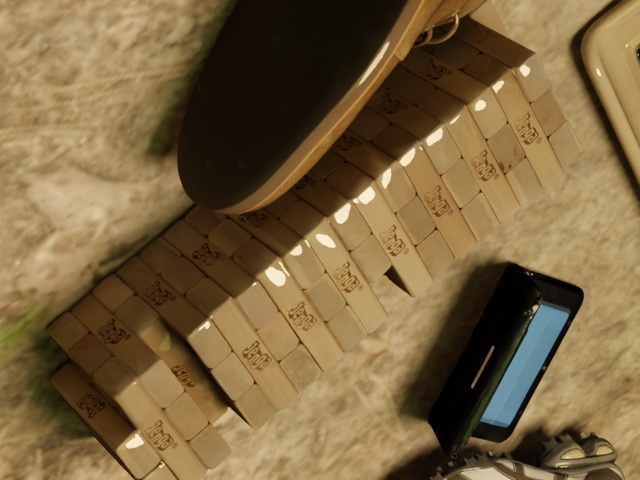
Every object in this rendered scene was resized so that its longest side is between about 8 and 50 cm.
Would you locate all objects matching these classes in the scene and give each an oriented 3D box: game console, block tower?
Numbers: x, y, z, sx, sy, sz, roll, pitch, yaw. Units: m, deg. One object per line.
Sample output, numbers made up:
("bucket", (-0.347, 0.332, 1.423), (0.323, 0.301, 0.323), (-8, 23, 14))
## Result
("game console", (0.129, 0.085, 1.221), (0.071, 0.107, 0.122), (24, 99, -11))
("block tower", (0.000, 0.000, 1.071), (0.335, 0.097, 0.091), (-41, 131, -11))

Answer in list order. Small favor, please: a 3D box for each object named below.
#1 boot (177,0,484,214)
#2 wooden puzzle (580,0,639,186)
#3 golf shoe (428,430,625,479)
("boot", (0.041, -0.129, 1.029), (0.305, 0.112, 0.115), (-54, 141, -1))
("wooden puzzle", (0.296, -0.117, 1.241), (0.239, 0.044, 0.221), (-41, 129, -10))
("golf shoe", (0.132, 0.191, 1.253), (0.198, 0.094, 0.077), (-12, 147, -27))
